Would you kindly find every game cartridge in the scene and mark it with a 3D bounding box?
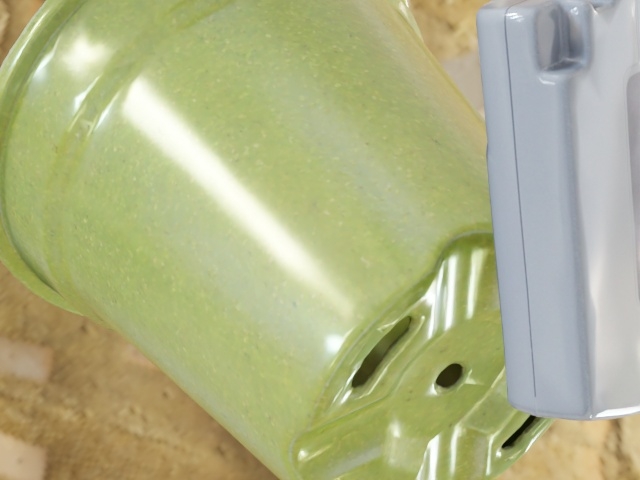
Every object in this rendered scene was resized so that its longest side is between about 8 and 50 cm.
[{"bbox_3d":[0.168,-0.039,0.749,0.294,0.060,0.196,-26,-68,-47],"label":"game cartridge"}]

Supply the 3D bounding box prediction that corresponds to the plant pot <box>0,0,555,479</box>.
[{"bbox_3d":[0.000,0.000,0.850,0.276,0.276,0.254,3,-148,-41],"label":"plant pot"}]
